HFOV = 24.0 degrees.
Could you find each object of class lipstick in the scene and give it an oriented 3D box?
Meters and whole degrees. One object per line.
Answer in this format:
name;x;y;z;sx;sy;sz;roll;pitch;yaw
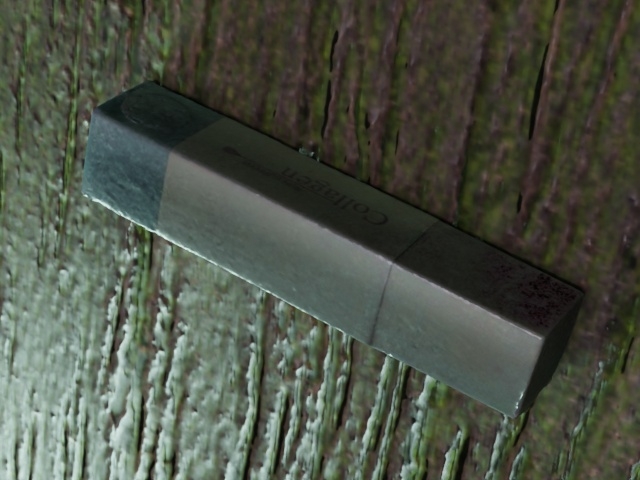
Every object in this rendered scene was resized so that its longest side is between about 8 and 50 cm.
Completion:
lipstick;0.000;0.000;0.921;0.317;0.066;0.068;27;124;19
